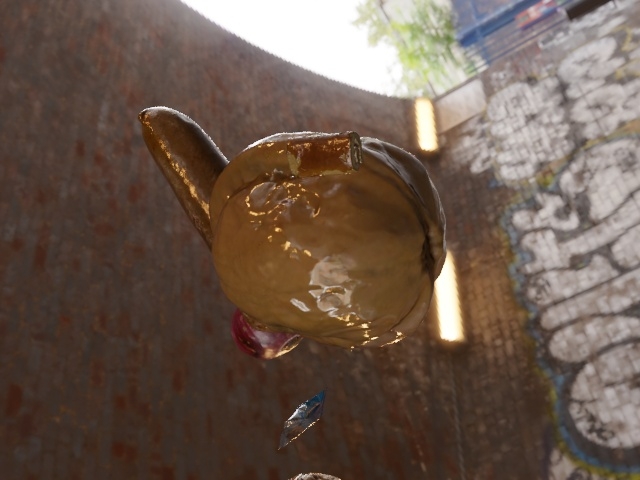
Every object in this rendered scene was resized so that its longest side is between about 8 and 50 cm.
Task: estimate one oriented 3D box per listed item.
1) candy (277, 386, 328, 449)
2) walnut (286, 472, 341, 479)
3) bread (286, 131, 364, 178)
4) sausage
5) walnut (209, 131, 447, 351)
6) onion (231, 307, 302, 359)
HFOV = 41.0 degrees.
[{"bbox_3d":[-0.035,0.355,1.710,0.038,0.088,0.136,38,-131,24],"label":"candy"},{"bbox_3d":[-0.022,0.451,1.402,0.180,0.144,0.144,35,-149,-75],"label":"walnut"},{"bbox_3d":[0.004,-0.094,0.934,0.036,0.083,0.047,-42,-54,-57],"label":"bread"},{"bbox_3d":[-0.183,-0.047,1.596,0.136,0.123,0.501,-16,-110,-49],"label":"sausage"},{"bbox_3d":[0.015,-0.002,1.351,0.383,0.383,0.383,50,-156,-31],"label":"walnut"},{"bbox_3d":[-0.096,0.157,1.715,0.177,0.177,0.153,40,-172,-46],"label":"onion"}]
